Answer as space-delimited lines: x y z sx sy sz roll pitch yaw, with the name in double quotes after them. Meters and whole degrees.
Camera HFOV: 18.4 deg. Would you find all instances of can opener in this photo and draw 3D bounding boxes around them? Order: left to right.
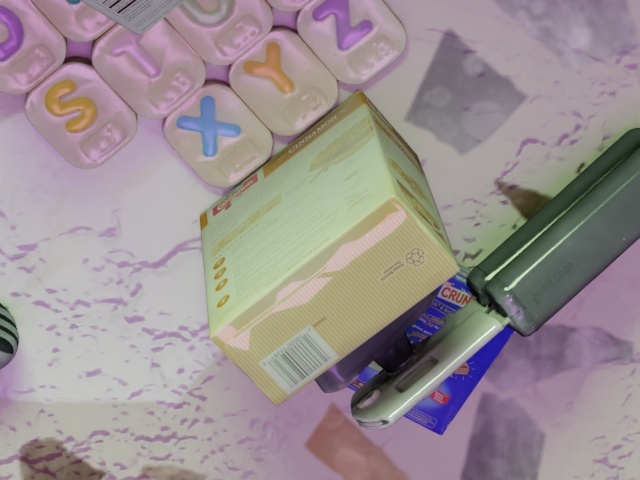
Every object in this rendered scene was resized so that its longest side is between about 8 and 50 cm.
0.115 0.013 1.294 0.283 0.076 0.095 -42 107 -6 "can opener"

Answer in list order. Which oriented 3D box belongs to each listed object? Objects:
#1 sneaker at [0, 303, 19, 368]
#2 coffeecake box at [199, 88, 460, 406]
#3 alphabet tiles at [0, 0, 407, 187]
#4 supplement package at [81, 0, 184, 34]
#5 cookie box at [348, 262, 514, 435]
-0.317 0.060 1.302 0.223 0.083 0.098 23 115 -16 "sneaker"
0.000 0.000 1.249 0.142 0.185 0.068 -38 112 11 "coffeecake box"
-0.088 -0.173 1.253 0.284 0.021 0.278 -37 112 11 "alphabet tiles"
-0.136 -0.250 1.072 0.149 0.203 0.194 -38 69 10 "supplement package"
0.074 0.067 1.366 0.092 0.040 0.107 29 108 -16 "cookie box"
